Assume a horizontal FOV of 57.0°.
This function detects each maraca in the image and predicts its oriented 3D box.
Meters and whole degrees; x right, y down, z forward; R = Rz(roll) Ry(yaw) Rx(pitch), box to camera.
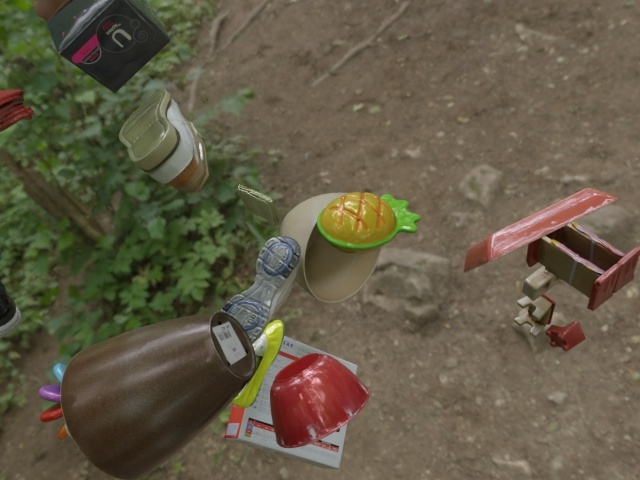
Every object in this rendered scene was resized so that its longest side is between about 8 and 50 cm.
[{"bbox_3d":[0.084,-0.035,1.025,0.185,0.099,0.127,-13,49,-21],"label":"maraca"}]

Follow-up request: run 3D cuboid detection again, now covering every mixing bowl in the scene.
[{"bbox_3d":[-0.017,0.257,1.006,0.181,0.098,0.181,-27,5,3],"label":"mixing bowl"}]

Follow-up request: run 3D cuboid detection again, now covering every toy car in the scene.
[{"bbox_3d":[-0.530,0.339,1.265,0.159,0.136,0.182,177,94,-76],"label":"toy car"}]

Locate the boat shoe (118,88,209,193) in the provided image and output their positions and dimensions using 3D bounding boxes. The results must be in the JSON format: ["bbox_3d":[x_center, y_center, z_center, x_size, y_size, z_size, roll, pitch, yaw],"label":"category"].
[{"bbox_3d":[-0.257,-0.162,0.980,0.113,0.103,0.302,-40,33,7],"label":"boat shoe"}]

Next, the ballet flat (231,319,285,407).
[{"bbox_3d":[-0.160,0.296,1.431,0.077,0.077,0.231,19,84,51],"label":"ballet flat"}]

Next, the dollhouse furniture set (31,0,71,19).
[{"bbox_3d":[-0.180,-0.403,0.448,0.394,0.256,0.362,-19,36,39],"label":"dollhouse furniture set"}]

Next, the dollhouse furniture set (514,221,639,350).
[{"bbox_3d":[0.632,0.123,1.481,0.152,0.374,0.201,-32,50,-17],"label":"dollhouse furniture set"}]

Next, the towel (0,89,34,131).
[{"bbox_3d":[-0.408,-0.102,0.498,0.274,0.031,0.199,-4,19,-12],"label":"towel"}]

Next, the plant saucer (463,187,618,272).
[{"bbox_3d":[0.409,-0.021,1.162,0.258,0.048,0.258,-25,-8,0],"label":"plant saucer"}]

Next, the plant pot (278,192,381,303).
[{"bbox_3d":[0.000,0.000,1.545,0.190,0.284,0.284,21,62,43],"label":"plant pot"}]

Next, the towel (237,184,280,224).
[{"bbox_3d":[-0.164,-0.094,1.567,0.027,0.110,0.148,-61,-13,-15],"label":"towel"}]

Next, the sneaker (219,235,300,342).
[{"bbox_3d":[-0.125,0.137,1.314,0.297,0.111,0.129,-55,-21,-11],"label":"sneaker"}]

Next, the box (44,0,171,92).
[{"bbox_3d":[-0.439,-0.453,1.164,0.165,0.143,0.270,-40,57,9],"label":"box"}]

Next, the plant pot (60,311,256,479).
[{"bbox_3d":[-0.218,0.204,0.876,0.230,0.215,0.215,-31,19,17],"label":"plant pot"}]

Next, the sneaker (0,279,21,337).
[{"bbox_3d":[-0.593,0.044,0.944,0.101,0.268,0.153,-41,-34,-48],"label":"sneaker"}]

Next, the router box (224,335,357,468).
[{"bbox_3d":[-0.070,0.448,1.657,0.082,0.335,0.301,-25,45,51],"label":"router box"}]
